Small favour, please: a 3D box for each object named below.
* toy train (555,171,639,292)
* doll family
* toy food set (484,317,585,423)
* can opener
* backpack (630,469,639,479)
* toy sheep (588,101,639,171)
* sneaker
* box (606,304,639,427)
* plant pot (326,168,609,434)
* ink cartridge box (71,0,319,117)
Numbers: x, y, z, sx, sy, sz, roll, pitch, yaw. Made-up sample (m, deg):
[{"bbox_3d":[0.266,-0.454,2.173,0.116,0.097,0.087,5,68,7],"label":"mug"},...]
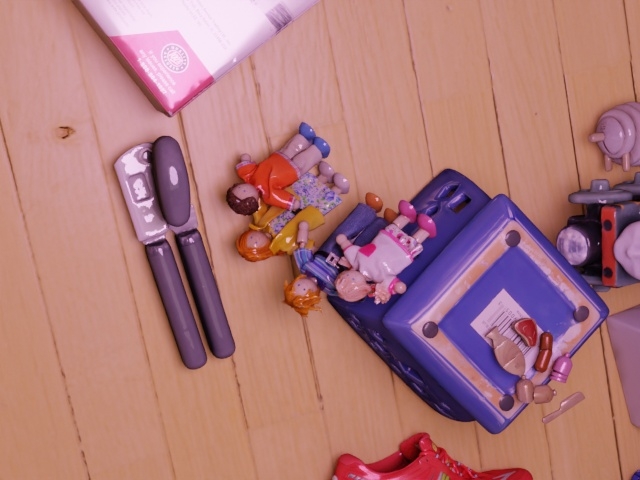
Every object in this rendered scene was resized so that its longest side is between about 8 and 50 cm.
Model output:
[{"bbox_3d":[0.446,-0.013,1.268,0.333,0.190,0.142,-8,99,-37],"label":"toy train"},{"bbox_3d":[0.000,0.000,1.195,0.263,0.118,0.163,38,67,23],"label":"doll family"},{"bbox_3d":[0.237,0.135,1.133,0.078,0.019,0.122,-31,96,-9],"label":"toy food set"},{"bbox_3d":[-0.166,0.018,1.196,0.074,0.093,0.280,-18,107,-13],"label":"can opener"},{"bbox_3d":[0.495,0.396,1.378,0.158,0.173,0.117,19,93,-16],"label":"backpack"},{"bbox_3d":[0.397,-0.134,1.323,0.132,0.091,0.091,-10,101,-31],"label":"toy sheep"},{"bbox_3d":[0.149,0.303,1.312,0.279,0.107,0.118,-1,89,-17],"label":"sneaker"},{"bbox_3d":[0.591,0.138,1.346,0.345,0.215,0.168,-20,103,-11],"label":"box"},{"bbox_3d":[0.182,0.078,1.230,0.236,0.212,0.236,-46,106,-6],"label":"plant pot"},{"bbox_3d":[-0.123,-0.303,1.143,0.283,0.117,0.207,-39,105,-6],"label":"ink cartridge box"}]
